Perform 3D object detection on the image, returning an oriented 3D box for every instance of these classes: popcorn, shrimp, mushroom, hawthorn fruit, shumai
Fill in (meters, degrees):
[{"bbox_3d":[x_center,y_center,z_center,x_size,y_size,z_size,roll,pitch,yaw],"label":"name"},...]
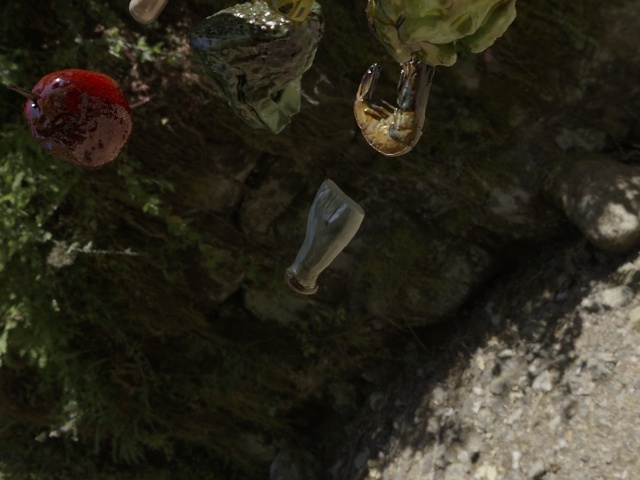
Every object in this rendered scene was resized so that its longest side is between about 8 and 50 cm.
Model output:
[{"bbox_3d":[0.199,-0.462,0.930,0.335,0.279,0.274,90,-171,-55],"label":"popcorn"},{"bbox_3d":[0.168,-0.342,1.277,0.075,0.178,0.289,-31,-46,-58],"label":"shrimp"},{"bbox_3d":[0.000,0.000,1.619,0.159,0.122,0.328,42,109,37],"label":"mushroom"},{"bbox_3d":[-0.572,-0.294,1.268,0.230,0.266,0.210,-15,59,41],"label":"hawthorn fruit"},{"bbox_3d":[-0.161,-0.486,1.597,0.395,0.395,0.348,-73,-19,-55],"label":"shumai"}]

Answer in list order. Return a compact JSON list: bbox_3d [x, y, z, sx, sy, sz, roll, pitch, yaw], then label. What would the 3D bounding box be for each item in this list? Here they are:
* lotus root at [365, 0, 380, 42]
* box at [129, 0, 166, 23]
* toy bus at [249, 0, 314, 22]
[{"bbox_3d":[0.244,-0.769,1.841,0.192,0.272,0.272,-18,14,3],"label":"lotus root"},{"bbox_3d":[-0.553,-0.771,1.801,0.146,0.088,0.200,-52,22,8],"label":"box"},{"bbox_3d":[-0.125,-0.533,1.040,0.331,0.151,0.145,47,118,39],"label":"toy bus"}]
